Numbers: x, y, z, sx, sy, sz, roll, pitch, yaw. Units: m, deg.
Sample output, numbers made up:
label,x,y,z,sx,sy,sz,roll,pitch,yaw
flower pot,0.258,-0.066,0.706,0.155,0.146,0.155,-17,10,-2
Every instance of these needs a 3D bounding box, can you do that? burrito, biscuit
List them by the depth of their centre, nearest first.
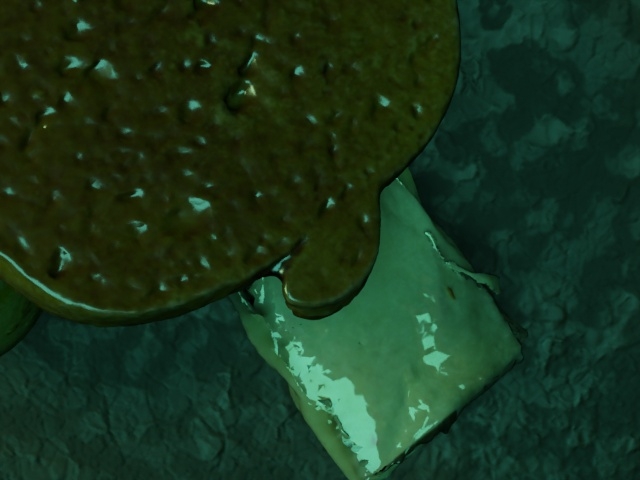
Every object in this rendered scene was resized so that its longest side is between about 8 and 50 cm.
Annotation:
label,x,y,z,sx,sy,sz,roll,pitch,yaw
biscuit,-0.078,-0.102,1.265,0.394,0.070,0.350,-28,86,-21
burrito,0.002,-0.002,1.379,0.190,0.135,0.332,-34,95,-15

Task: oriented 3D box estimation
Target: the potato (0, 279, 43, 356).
label,x,y,z,sx,sy,sz,roll,pitch,yaw
potato,-0.319,-0.079,1.333,0.359,0.219,0.270,43,59,1
